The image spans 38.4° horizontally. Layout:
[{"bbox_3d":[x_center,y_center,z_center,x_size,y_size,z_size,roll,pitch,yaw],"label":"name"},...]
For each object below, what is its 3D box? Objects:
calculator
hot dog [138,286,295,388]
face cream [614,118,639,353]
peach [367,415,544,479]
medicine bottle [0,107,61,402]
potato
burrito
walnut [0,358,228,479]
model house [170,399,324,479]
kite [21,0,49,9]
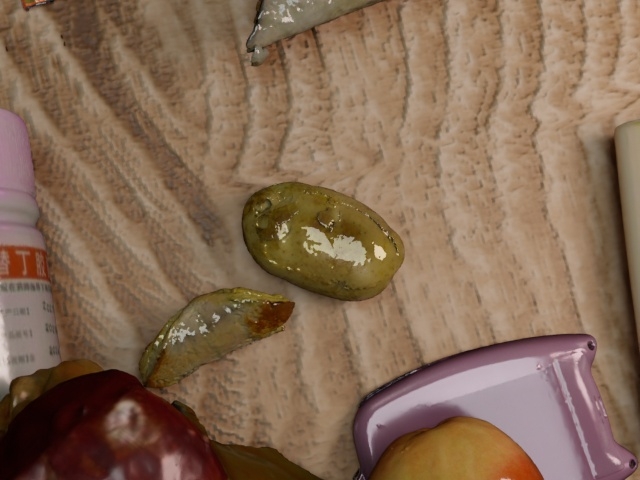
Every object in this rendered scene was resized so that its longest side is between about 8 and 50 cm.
[{"bbox_3d":[0.174,0.209,0.944,0.294,0.043,0.194,-17,85,-6],"label":"calculator"},{"bbox_3d":[-0.110,0.084,0.921,0.168,0.078,0.061,-25,45,-9],"label":"hot dog"},{"bbox_3d":[0.412,0.042,0.972,0.173,0.081,0.349,-4,82,-7],"label":"face cream"},{"bbox_3d":[0.124,0.251,0.838,0.184,0.184,0.184,1,82,-6],"label":"peach"},{"bbox_3d":[-0.347,0.050,0.833,0.202,0.202,0.316,-10,84,-7],"label":"medicine bottle"},{"bbox_3d":[0.000,0.000,0.939,0.170,0.080,0.107,27,93,-3],"label":"potato"},{"bbox_3d":[0.044,-0.320,0.978,0.347,0.107,0.175,-26,70,-11],"label":"burrito"},{"bbox_3d":[-0.206,0.226,0.670,0.244,0.222,0.269,41,61,-2],"label":"walnut"},{"bbox_3d":[-0.068,0.323,0.857,0.239,0.173,0.268,27,84,-40],"label":"model house"},{"bbox_3d":[-0.247,-0.422,1.005,0.327,0.013,0.378,31,82,0],"label":"kite"}]
